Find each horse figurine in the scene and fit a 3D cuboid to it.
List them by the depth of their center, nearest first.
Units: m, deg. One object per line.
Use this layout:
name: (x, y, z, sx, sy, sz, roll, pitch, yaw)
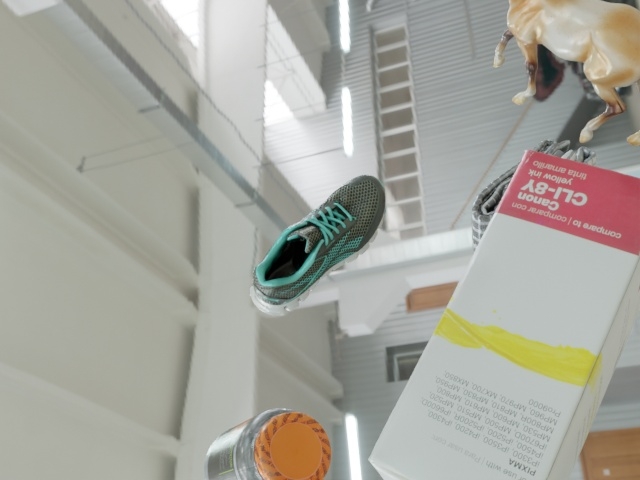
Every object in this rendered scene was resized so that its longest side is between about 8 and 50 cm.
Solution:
horse figurine: (0.238, -0.173, 0.681, 0.263, 0.066, 0.174, 41, 162, 27)

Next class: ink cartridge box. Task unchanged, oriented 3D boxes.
ink cartridge box: (0.227, 0.141, 0.807, 0.384, 0.161, 0.279, -59, -28, -20)

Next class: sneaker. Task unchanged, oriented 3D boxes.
sneaker: (0.000, 0.000, 0.674, 0.065, 0.166, 0.076, 40, 171, 14)

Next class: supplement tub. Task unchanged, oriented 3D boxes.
supplement tub: (-0.067, 0.278, 0.921, 0.117, 0.190, 0.116, 10, -116, -22)

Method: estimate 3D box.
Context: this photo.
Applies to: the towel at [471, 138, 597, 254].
towel: (0.361, -0.019, 1.256, 0.284, 0.121, 0.234, -40, -46, -35)
